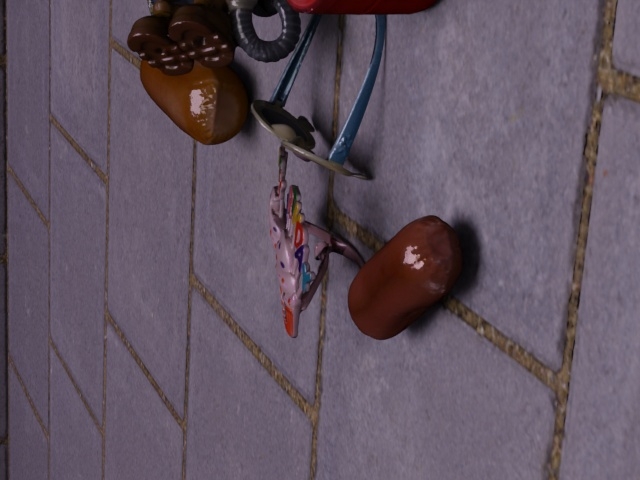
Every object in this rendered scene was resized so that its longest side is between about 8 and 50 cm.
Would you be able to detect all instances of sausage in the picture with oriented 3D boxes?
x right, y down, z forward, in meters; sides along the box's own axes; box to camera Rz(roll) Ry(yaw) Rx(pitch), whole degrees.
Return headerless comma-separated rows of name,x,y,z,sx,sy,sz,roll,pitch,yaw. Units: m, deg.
sausage,-0.171,-0.204,1.859,0.274,0.105,0.105,-136,46,-59
sausage,0.078,0.036,1.321,0.194,0.077,0.077,130,132,-62

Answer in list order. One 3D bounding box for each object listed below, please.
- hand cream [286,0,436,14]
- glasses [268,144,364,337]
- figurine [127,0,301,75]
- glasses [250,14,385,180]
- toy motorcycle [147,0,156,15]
hand cream,0.039,-0.300,1.294,0.193,0.125,0.193,175,90,-68
glasses,-0.007,-0.005,1.489,0.255,0.095,0.162,-109,9,-62
figurine,-0.134,-0.375,1.543,0.186,0.261,0.382,54,-141,-57
glasses,-0.009,-0.185,1.476,0.189,0.088,0.221,-131,43,-57
toy motorcycle,-0.231,-0.392,2.028,0.193,0.061,0.124,111,141,-61
